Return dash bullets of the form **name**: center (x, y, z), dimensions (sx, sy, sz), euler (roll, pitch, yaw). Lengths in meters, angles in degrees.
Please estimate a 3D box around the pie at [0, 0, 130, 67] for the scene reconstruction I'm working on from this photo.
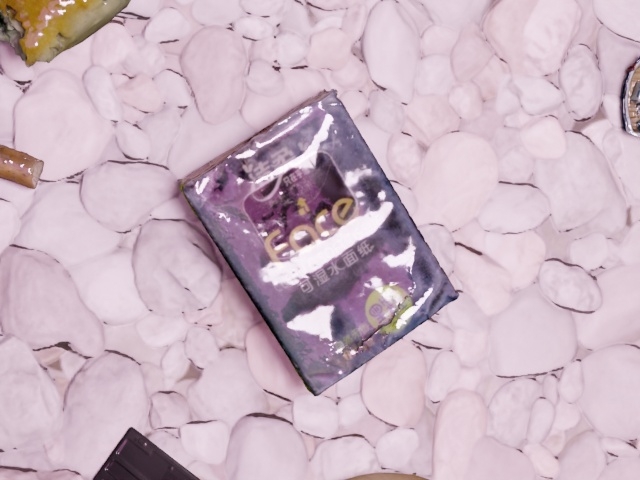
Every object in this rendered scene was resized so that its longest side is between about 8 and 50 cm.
- **pie**: center (-0.324, -0.314, 1.122), dimensions (0.371, 0.078, 0.296), euler (16, 91, -10)

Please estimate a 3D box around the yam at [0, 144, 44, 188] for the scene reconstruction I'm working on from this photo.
- **yam**: center (-0.321, -0.086, 1.167), dimensions (0.145, 0.032, 0.032), euler (24, 91, -10)

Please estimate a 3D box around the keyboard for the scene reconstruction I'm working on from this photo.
- **keyboard**: center (-0.119, 0.257, 1.200), dimensions (0.202, 0.011, 0.067), euler (35, 87, 17)

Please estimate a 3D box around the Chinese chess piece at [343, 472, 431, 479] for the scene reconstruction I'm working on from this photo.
- **Chinese chess piece**: center (0.062, 0.347, 1.242), dimensions (0.250, 0.097, 0.251), euler (-1, 95, -10)

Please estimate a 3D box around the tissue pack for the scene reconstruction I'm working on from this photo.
- **tissue pack**: center (0.000, 0.000, 1.209), dimensions (0.173, 0.073, 0.235), euler (-32, 100, -7)

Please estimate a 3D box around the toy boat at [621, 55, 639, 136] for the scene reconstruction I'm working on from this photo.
- **toy boat**: center (0.315, -0.142, 1.271), dimensions (0.038, 0.038, 0.083), euler (-2, 97, -10)
